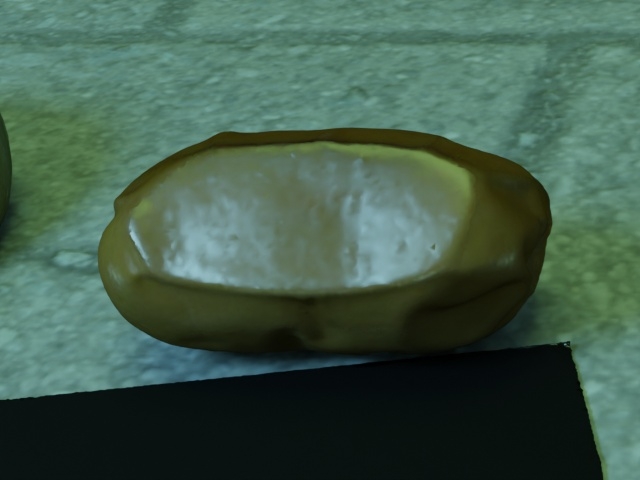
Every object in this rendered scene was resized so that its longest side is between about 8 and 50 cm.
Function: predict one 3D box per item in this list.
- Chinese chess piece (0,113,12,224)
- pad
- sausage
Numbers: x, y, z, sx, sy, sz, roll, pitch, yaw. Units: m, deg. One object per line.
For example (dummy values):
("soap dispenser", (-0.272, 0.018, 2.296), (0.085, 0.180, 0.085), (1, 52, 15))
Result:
("Chinese chess piece", (-0.326, -0.040, 1.004), (0.257, 0.104, 0.257), (-6, 30, 4))
("pad", (-0.050, 0.135, 0.727), (0.368, 0.007, 0.247), (-7, 30, 5))
("sausage", (0.000, 0.001, 0.829), (0.241, 0.120, 0.136), (0, -12, 11))
